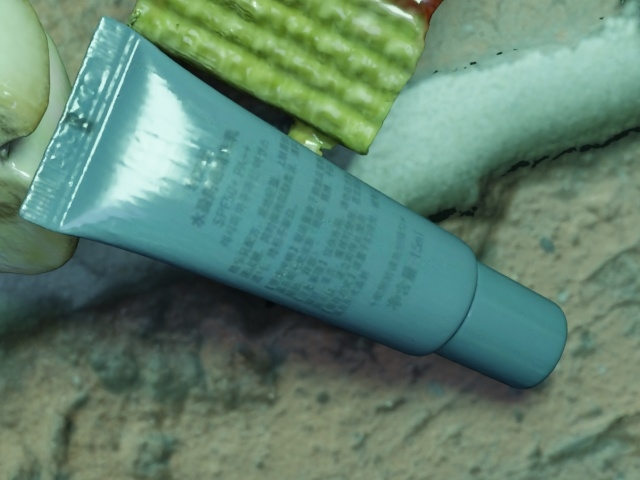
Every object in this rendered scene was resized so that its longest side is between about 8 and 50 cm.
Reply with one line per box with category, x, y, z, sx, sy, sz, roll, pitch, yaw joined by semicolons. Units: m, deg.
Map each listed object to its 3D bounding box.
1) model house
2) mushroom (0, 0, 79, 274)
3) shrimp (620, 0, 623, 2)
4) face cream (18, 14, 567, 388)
model house;-0.006;-0.189;0.933;0.196;0.160;0.254;26;93;-3
mushroom;-0.216;-0.090;0.934;0.173;0.236;0.162;33;56;-23
shrimp;0.258;-0.196;0.984;0.073;0.075;0.190;-26;104;-32
face cream;0.000;0.000;0.913;0.385;0.086;0.136;26;77;-25
